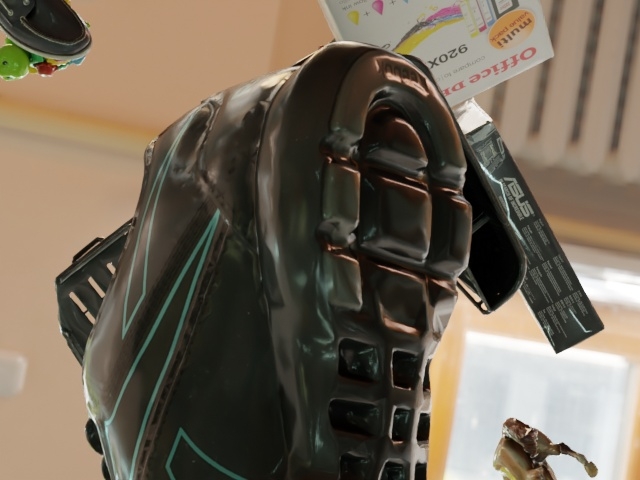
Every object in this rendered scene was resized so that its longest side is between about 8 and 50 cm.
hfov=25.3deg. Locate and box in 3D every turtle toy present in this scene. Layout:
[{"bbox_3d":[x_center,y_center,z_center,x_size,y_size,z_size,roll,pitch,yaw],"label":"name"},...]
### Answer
[{"bbox_3d":[-0.332,-0.232,1.702,0.130,0.095,0.066,-25,-132,-17],"label":"turtle toy"}]

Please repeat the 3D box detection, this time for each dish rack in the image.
[{"bbox_3d":[-0.021,0.023,0.896,0.208,0.271,0.074,57,171,-35],"label":"dish rack"}]

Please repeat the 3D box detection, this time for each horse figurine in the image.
[{"bbox_3d":[0.249,0.285,1.606,0.066,0.263,0.174,-32,-146,-20],"label":"horse figurine"}]

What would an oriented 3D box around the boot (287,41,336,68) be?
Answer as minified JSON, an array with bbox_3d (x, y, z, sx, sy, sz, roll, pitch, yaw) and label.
[{"bbox_3d":[0.000,0.000,1.508,0.138,0.377,0.284,30,170,48],"label":"boot"}]

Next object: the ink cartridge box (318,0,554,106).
[{"bbox_3d":[0.074,-0.243,1.209,0.171,0.168,0.233,-25,144,4],"label":"ink cartridge box"}]

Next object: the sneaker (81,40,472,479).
[{"bbox_3d":[-0.018,0.075,0.442,0.106,0.267,0.101,-2,167,38],"label":"sneaker"}]

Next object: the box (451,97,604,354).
[{"bbox_3d":[0.250,-0.026,1.871,0.076,0.307,0.242,-29,-170,6],"label":"box"}]

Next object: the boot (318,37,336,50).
[{"bbox_3d":[0.008,-0.210,1.890,0.085,0.158,0.059,52,151,-19],"label":"boot"}]

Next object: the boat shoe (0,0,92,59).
[{"bbox_3d":[-0.344,-0.282,1.626,0.206,0.075,0.065,38,152,13],"label":"boat shoe"}]
